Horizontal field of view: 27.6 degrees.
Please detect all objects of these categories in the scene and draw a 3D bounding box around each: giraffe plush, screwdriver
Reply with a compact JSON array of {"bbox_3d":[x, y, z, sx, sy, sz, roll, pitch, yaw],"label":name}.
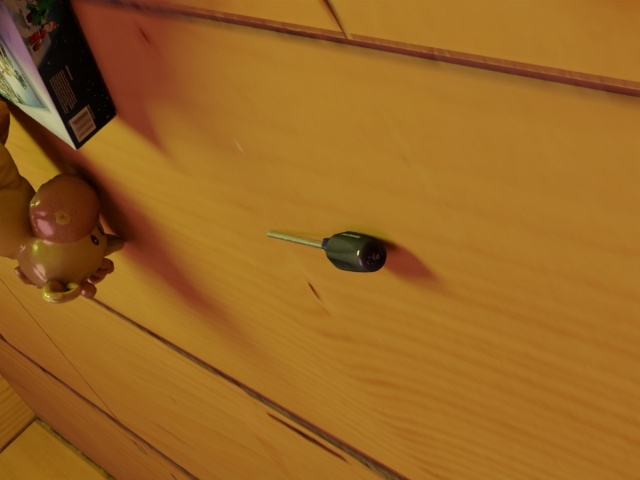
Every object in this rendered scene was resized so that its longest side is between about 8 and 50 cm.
[{"bbox_3d":[-0.270,-0.015,1.173,0.170,0.181,0.210,20,146,7],"label":"giraffe plush"},{"bbox_3d":[0.000,0.000,0.825,0.024,0.025,0.170,51,169,-19],"label":"screwdriver"}]

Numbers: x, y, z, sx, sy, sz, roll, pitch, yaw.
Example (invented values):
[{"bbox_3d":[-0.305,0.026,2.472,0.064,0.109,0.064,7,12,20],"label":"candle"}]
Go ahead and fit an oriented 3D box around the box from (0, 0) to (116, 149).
[{"bbox_3d":[-0.236,-0.181,0.895,0.159,0.044,0.233,36,159,26],"label":"box"}]
